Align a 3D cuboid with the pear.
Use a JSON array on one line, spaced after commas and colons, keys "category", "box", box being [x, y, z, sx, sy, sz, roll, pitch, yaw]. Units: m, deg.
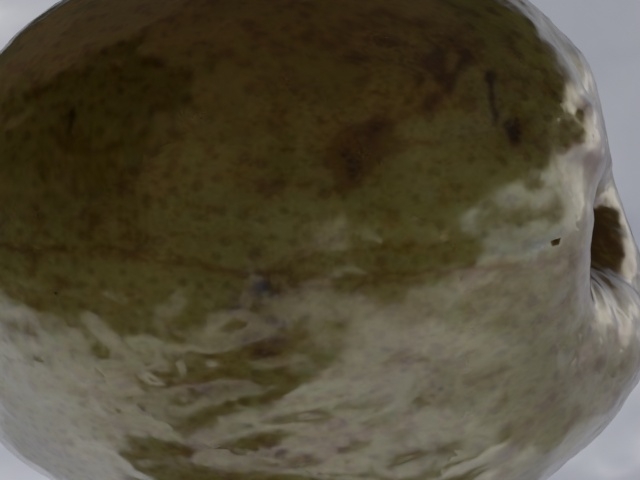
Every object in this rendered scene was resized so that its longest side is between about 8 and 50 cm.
[{"category": "pear", "box": [0.000, 0.000, 0.589, 0.211, 0.188, 0.228, 6, -175, 23]}]
